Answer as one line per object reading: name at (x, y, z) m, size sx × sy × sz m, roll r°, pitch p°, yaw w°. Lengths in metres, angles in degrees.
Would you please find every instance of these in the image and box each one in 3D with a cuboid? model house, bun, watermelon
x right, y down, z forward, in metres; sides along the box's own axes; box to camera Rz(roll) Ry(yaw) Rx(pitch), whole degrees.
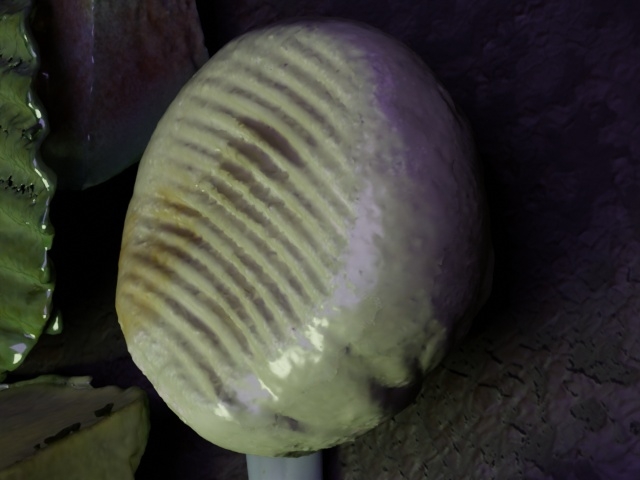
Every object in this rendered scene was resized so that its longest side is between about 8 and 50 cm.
model house at (-0.278, 0.283, 1.648) m, size 0.321 × 0.261 × 0.266 m, roll -5°, pitch 102°, yaw 43°
bun at (0.000, 0.000, 1.547) m, size 0.365 × 0.219 × 0.365 m, roll -17°, pitch 64°, yaw 39°
watermelon at (-0.236, -0.195, 1.733) m, size 0.264 × 0.151 × 0.302 m, roll 17°, pitch 102°, yaw 34°

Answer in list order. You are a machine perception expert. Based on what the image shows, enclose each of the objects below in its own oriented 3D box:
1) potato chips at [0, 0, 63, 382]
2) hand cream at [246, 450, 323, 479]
potato chips at (-0.365, -0.044, 1.680) m, size 0.389 × 0.097 × 0.373 m, roll -13°, pitch 85°, yaw 33°
hand cream at (-0.029, 0.247, 1.607) m, size 0.079 × 0.048 × 0.255 m, roll -9°, pitch 73°, yaw 20°
